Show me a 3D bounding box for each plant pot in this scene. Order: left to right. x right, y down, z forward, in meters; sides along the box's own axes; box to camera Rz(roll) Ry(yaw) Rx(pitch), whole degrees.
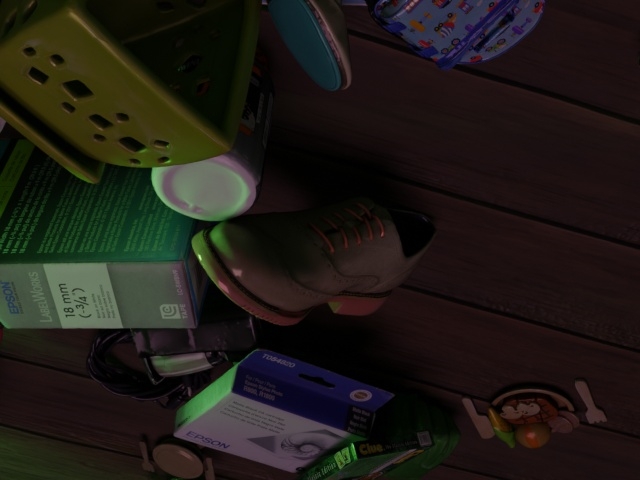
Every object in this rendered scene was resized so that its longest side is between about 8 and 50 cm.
[{"bbox_3d":[-0.214,-0.200,1.345,0.207,0.227,0.228,-18,137,32],"label":"plant pot"}]

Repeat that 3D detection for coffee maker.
[{"bbox_3d":[-0.154,0.104,1.825,0.178,0.120,0.171,-8,138,16],"label":"coffee maker"}]

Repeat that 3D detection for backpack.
[{"bbox_3d":[0.143,-0.240,1.350,0.158,0.117,0.173,-40,131,19],"label":"backpack"}]

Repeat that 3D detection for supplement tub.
[{"bbox_3d":[-0.111,-0.125,1.483,0.117,0.190,0.117,3,141,3],"label":"supplement tub"}]

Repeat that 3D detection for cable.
[{"bbox_3d":[-0.248,0.182,1.991,0.150,0.047,0.184,-27,130,34],"label":"cable"}]

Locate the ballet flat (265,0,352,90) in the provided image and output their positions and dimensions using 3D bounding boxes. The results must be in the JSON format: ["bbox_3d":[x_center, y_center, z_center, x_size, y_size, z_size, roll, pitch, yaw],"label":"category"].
[{"bbox_3d":[-0.028,-0.263,1.362,0.086,0.086,0.248,-24,116,32],"label":"ballet flat"}]

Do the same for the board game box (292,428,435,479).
[{"bbox_3d":[0.036,0.329,1.956,0.136,0.030,0.259,-1,155,-34],"label":"board game box"}]

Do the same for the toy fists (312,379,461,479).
[{"bbox_3d":[0.067,0.269,2.018,0.279,0.096,0.142,16,148,-13],"label":"toy fists"}]

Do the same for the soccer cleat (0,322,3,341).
[{"bbox_3d":[-0.560,0.058,1.854,0.143,0.116,0.331,22,165,37],"label":"soccer cleat"}]

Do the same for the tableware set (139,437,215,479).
[{"bbox_3d":[-0.219,0.379,2.235,0.128,0.039,0.194,11,136,13],"label":"tableware set"}]

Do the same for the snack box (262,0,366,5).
[{"bbox_3d":[0.019,-0.272,1.418,0.178,0.022,0.064,2,139,6],"label":"snack box"}]

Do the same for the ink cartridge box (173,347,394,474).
[{"bbox_3d":[-0.050,0.237,1.860,0.223,0.045,0.224,21,141,-25],"label":"ink cartridge box"}]

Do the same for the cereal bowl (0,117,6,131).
[{"bbox_3d":[-0.459,-0.201,1.363,0.141,0.339,0.339,18,149,31],"label":"cereal bowl"}]

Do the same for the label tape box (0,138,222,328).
[{"bbox_3d":[-0.287,-0.014,1.594,0.333,0.241,0.106,-1,129,10],"label":"label tape box"}]

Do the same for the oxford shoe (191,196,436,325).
[{"bbox_3d":[0.000,0.000,1.581,0.146,0.140,0.397,-42,163,23],"label":"oxford shoe"}]

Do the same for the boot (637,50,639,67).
[{"bbox_3d":[0.464,-0.180,1.422,0.236,0.085,0.178,31,137,-18],"label":"boot"}]

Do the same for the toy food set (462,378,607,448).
[{"bbox_3d":[0.309,0.259,2.011,0.192,0.039,0.132,-12,137,21],"label":"toy food set"}]
